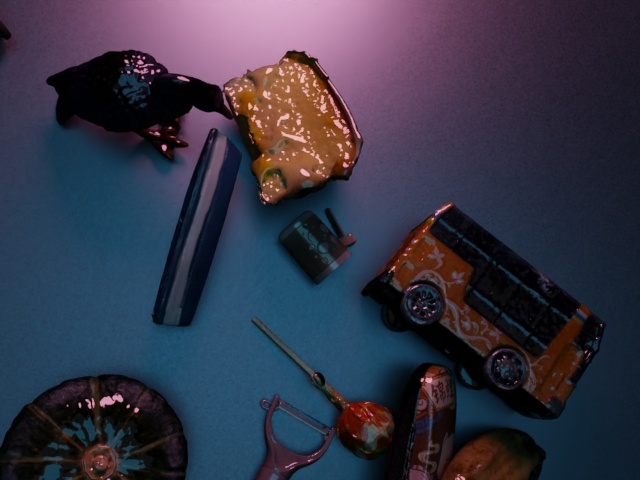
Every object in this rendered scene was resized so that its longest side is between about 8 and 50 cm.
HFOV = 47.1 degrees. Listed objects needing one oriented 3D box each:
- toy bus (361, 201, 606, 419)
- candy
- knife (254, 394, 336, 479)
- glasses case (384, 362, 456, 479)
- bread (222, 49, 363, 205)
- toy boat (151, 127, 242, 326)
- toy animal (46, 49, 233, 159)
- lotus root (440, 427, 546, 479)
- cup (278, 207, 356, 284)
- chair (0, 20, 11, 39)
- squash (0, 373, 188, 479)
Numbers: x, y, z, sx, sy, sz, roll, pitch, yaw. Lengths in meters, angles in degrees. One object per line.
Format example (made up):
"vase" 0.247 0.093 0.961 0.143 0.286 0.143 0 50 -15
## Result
"toy bus" 0.246 0.109 1.115 0.323 0.162 0.194 38 76 1
"candy" 0.002 0.215 1.118 0.288 0.078 0.084 44 55 10
"knife" -0.095 0.374 1.083 0.123 0.053 0.278 29 78 3
"glasses case" 0.143 0.339 1.073 0.082 0.122 0.320 8 85 28
"bread" -0.036 -0.149 1.129 0.174 0.133 0.251 -25 63 -2
"toy boat" -0.181 -0.017 1.085 0.062 0.096 0.299 16 95 -13
"toy animal" -0.273 -0.207 1.079 0.298 0.185 0.122 14 84 13
"lotus root" 0.242 0.343 1.070 0.258 0.097 0.110 -6 69 -51
"cup" 0.000 -0.001 1.139 0.102 0.074 0.099 -41 89 -12
"chair" -0.549 -0.278 1.102 0.095 0.104 0.221 37 82 -27
"squash" -0.309 0.307 1.003 0.252 0.165 0.252 6 70 -17
